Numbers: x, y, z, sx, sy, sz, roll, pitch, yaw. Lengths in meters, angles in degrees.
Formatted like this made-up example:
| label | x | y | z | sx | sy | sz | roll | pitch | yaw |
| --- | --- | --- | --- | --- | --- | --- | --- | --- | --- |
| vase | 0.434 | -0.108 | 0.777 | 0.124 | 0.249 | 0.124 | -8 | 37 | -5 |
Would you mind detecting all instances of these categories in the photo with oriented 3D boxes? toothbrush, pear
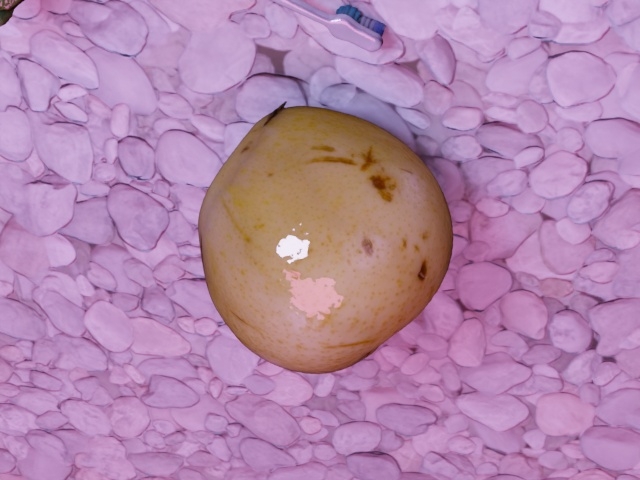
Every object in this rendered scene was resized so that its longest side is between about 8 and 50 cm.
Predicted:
| label | x | y | z | sx | sy | sz | roll | pitch | yaw |
| --- | --- | --- | --- | --- | --- | --- | --- | --- | --- |
| toothbrush | -0.116 | -0.313 | 1.746 | 0.418 | 0.040 | 0.042 | 25 | 134 | -9 |
| pear | 0.000 | 0.000 | 1.833 | 0.309 | 0.309 | 0.309 | 7 | 132 | 8 |

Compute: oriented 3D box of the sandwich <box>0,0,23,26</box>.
| label | x | y | z | sx | sy | sz | roll | pitch | yaw |
| --- | --- | --- | --- | --- | --- | --- | --- | --- | --- |
| sandwich | -0.367 | -0.330 | 1.698 | 0.109 | 0.185 | 0.160 | -28 | 123 | 24 |
